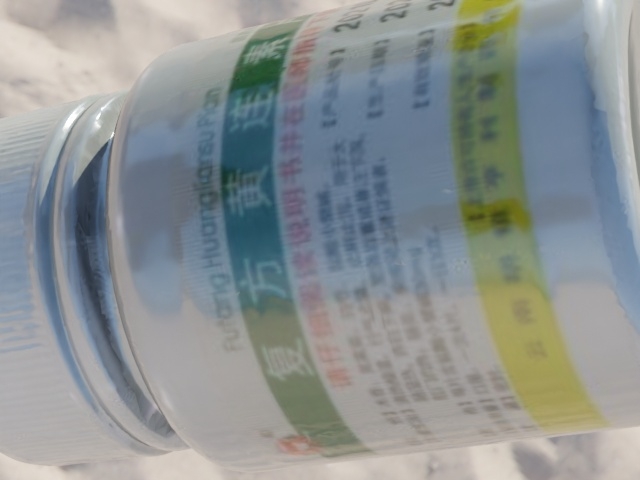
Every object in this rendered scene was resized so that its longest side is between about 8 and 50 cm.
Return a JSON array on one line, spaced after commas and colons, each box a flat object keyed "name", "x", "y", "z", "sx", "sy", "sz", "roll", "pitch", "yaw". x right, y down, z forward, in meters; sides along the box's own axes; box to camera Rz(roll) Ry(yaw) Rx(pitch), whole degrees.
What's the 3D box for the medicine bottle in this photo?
[{"name": "medicine bottle", "x": 0.000, "y": 0.000, "z": 0.812, "sx": 0.339, "sy": 0.208, "sz": 0.208, "roll": -10, "pitch": 46, "yaw": 22}]
